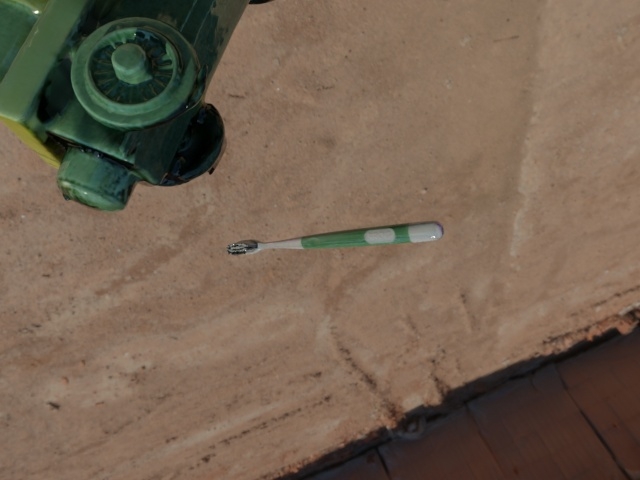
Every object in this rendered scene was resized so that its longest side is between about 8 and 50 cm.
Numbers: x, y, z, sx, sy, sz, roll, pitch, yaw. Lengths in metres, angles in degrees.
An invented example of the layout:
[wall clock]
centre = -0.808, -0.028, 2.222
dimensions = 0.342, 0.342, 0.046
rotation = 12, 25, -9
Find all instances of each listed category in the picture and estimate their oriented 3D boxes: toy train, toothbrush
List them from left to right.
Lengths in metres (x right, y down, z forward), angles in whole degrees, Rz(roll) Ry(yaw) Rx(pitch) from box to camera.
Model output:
[toy train]
centre = -0.155, -0.211, 0.422
dimensions = 0.237, 0.369, 0.150
rotation = 22, 166, -2
[toothbrush]
centre = 0.000, 0.000, 0.517
dimensions = 0.257, 0.018, 0.024
rotation = -5, -176, 37
